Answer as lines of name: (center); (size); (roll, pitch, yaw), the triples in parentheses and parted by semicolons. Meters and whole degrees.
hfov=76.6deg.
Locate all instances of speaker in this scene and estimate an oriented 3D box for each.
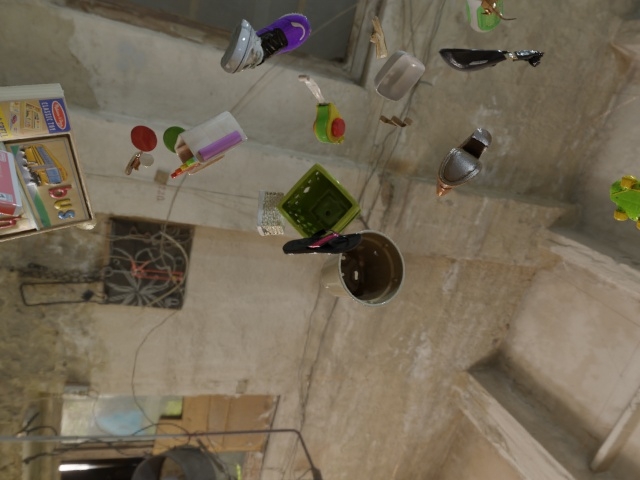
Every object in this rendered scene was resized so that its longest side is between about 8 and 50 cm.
speaker: (0.585, -0.853, 1.440); (0.296, 0.131, 0.131); (-8, 108, -66)

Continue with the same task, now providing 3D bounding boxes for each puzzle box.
puzzle box: (-0.704, -0.160, 0.940); (0.052, 0.272, 0.408); (56, -33, 26)

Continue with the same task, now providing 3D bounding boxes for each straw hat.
straw hat: (-0.919, -0.085, 1.506); (0.061, 0.145, 0.144); (-76, -175, -55)

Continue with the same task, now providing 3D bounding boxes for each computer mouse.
computer mouse: (0.467, -0.494, 1.117); (0.184, 0.262, 0.060); (-94, -175, -64)

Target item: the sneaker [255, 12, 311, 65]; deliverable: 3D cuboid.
sneaker: (-0.171, -0.623, 1.299); (0.102, 0.294, 0.146); (61, 30, -41)

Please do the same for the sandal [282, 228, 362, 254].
sandal: (0.000, 0.000, 0.879); (0.067, 0.179, 0.040); (-69, 151, -61)

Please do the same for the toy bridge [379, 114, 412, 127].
toy bridge: (0.322, -0.496, 1.696); (0.188, 0.063, 0.026); (33, -82, 57)

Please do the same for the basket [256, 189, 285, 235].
basket: (-0.200, -0.113, 1.676); (0.113, 0.103, 0.167); (85, 6, -70)

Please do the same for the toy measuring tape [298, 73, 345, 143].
toy measuring tape: (0.003, -0.445, 1.463); (0.122, 0.330, 0.121); (-12, -118, 24)

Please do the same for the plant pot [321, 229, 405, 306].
plant pot: (0.164, 0.145, 1.871); (0.305, 0.334, 0.333); (155, -59, -64)

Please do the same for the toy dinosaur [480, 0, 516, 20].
toy dinosaur: (0.496, -0.698, 1.191); (0.064, 0.112, 0.211); (-36, -98, 33)

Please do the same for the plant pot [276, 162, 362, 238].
plant pot: (0.012, -0.117, 1.510); (0.228, 0.227, 0.207); (-45, 167, 10)

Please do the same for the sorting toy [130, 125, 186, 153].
sorting toy: (-0.680, -0.485, 1.895); (0.126, 0.366, 0.127); (-94, -173, -61)

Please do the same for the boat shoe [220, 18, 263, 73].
boat shoe: (-0.159, -0.419, 0.890); (0.083, 0.076, 0.226); (-38, -144, 33)

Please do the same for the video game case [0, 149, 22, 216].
video game case: (-0.629, -0.126, 0.608); (0.204, 0.285, 0.025); (45, -69, 38)

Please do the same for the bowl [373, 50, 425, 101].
bowl: (0.233, -0.507, 1.242); (0.142, 0.142, 0.053); (-49, -123, 29)

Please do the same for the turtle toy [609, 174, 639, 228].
turtle toy: (0.622, -0.084, 0.793); (0.130, 0.066, 0.095); (-121, -160, -61)

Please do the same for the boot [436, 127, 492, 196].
boot: (0.411, -0.210, 1.281); (0.283, 0.109, 0.220); (-54, 176, -31)

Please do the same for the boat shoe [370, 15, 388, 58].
boat shoe: (0.244, -0.869, 1.745); (0.063, 0.059, 0.170); (-88, 159, -57)

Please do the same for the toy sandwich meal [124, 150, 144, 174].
toy sandwich meal: (-0.511, -0.212, 1.124); (0.085, 0.029, 0.085); (-49, -156, 30)

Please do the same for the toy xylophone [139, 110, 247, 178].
toy xylophone: (-0.296, -0.211, 0.961); (0.081, 0.236, 0.323); (61, -9, -15)
